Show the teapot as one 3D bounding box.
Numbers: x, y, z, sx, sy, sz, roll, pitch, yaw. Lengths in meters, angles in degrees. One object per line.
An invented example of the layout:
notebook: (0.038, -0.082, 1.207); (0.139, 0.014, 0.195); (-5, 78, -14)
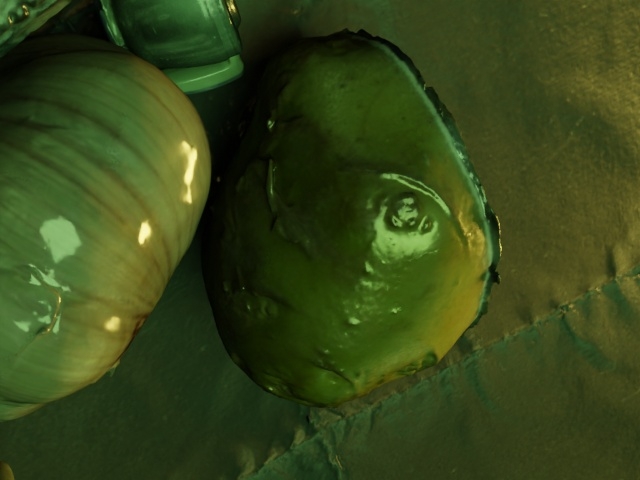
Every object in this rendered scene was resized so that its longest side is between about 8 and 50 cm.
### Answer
teapot: (-0.120, -0.179, 1.126); (0.108, 0.149, 0.111); (-18, 84, 1)

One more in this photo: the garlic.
garlic: (-0.206, -0.006, 1.039); (0.241, 0.322, 0.322); (12, 112, 0)

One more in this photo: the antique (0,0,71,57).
antique: (-0.239, -0.197, 0.994); (0.088, 0.183, 0.086); (-40, 125, -3)

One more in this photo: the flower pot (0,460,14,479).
flower pot: (-0.363, 0.299, 1.205); (0.254, 0.164, 0.367); (-12, 121, -13)

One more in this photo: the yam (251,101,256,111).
yam: (-0.013, -0.138, 1.233); (0.107, 0.014, 0.014); (-32, 124, -6)

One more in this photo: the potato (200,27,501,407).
potato: (0.000, 0.000, 1.165); (0.196, 0.246, 0.299); (-28, 131, -27)
